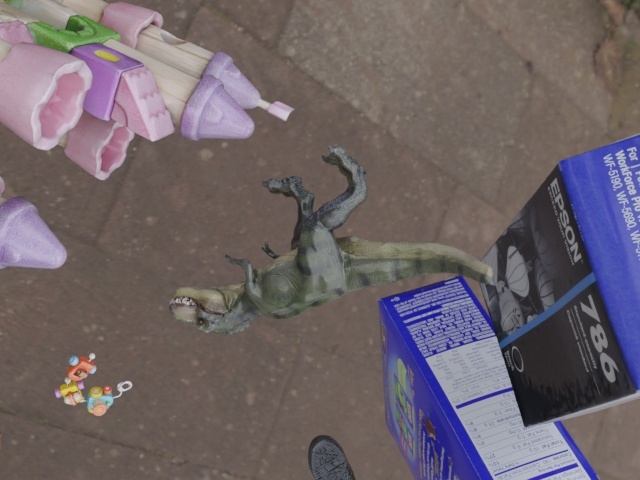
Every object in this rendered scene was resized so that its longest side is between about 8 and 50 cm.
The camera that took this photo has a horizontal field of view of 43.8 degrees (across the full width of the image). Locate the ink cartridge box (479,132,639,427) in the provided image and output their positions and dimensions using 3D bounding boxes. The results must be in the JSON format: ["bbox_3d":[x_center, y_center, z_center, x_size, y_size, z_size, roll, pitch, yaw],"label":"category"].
[{"bbox_3d":[0.202,0.043,0.606,0.065,0.332,0.165,-11,72,-7],"label":"ink cartridge box"}]

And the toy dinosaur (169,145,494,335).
[{"bbox_3d":[0.000,0.000,0.600,0.064,0.268,0.118,12,68,-55],"label":"toy dinosaur"}]

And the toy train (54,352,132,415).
[{"bbox_3d":[-0.471,0.306,1.643,0.125,0.046,0.166,-39,133,8],"label":"toy train"}]

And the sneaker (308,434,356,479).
[{"bbox_3d":[0.015,0.313,1.098,0.051,0.089,0.170,-29,119,-6],"label":"sneaker"}]

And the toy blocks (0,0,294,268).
[{"bbox_3d":[-0.165,-0.147,0.611,0.309,0.260,0.288,-66,175,23],"label":"toy blocks"}]

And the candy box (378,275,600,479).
[{"bbox_3d":[0.182,0.245,0.929,0.122,0.317,0.268,-17,135,-10],"label":"candy box"}]
